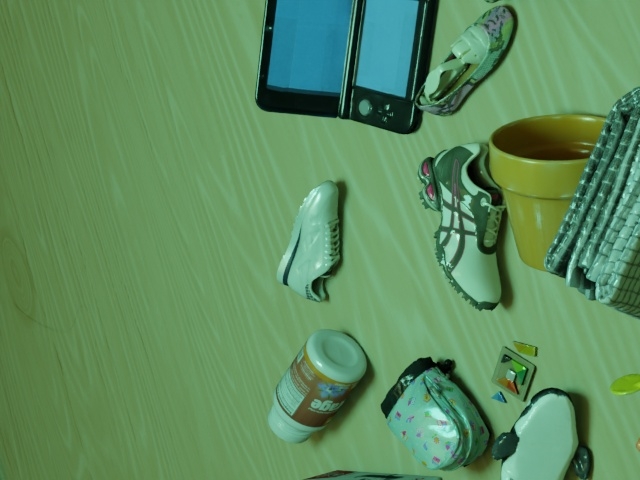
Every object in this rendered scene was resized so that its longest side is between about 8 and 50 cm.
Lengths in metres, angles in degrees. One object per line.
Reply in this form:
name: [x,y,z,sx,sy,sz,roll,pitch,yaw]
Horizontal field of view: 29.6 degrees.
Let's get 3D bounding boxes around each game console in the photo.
game console: [0.042,-0.342,2.066,0.250,0.173,0.293,22,111,45]

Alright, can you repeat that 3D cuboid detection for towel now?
towel: [0.431,-0.041,1.587,0.121,0.235,0.284,27,98,40]

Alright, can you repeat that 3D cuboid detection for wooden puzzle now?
wooden puzzle: [0.309,0.214,1.955,0.078,0.014,0.116,26,113,44]

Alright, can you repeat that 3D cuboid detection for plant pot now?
plant pot: [0.350,-0.063,1.758,0.205,0.205,0.188,20,124,45]

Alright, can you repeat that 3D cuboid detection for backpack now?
backpack: [0.191,0.303,2.022,0.182,0.115,0.152,48,125,30]

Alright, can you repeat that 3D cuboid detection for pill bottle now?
pill bottle: [-0.012,0.275,2.238,0.121,0.121,0.216,54,131,29]

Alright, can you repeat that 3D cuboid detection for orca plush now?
orca plush: [0.345,0.357,1.908,0.151,0.102,0.287,-6,104,4]

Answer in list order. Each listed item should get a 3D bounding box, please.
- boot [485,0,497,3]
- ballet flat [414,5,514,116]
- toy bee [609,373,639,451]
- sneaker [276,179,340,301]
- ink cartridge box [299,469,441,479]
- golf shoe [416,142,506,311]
boot: [0.308,-0.480,1.824,0.178,0.085,0.237,-4,90,51]
ballet flat: [0.225,-0.283,1.941,0.221,0.079,0.077,-52,57,37]
toy bee: [0.495,0.229,1.645,0.195,0.162,0.298,-35,69,42]
sneaker: [0.000,0.000,2.233,0.094,0.090,0.235,32,122,27]
ink cartridge box: [0.059,0.481,2.127,0.272,0.197,0.114,-7,89,48]
golf shoe: [0.243,-0.023,1.938,0.120,0.105,0.273,-27,75,39]
